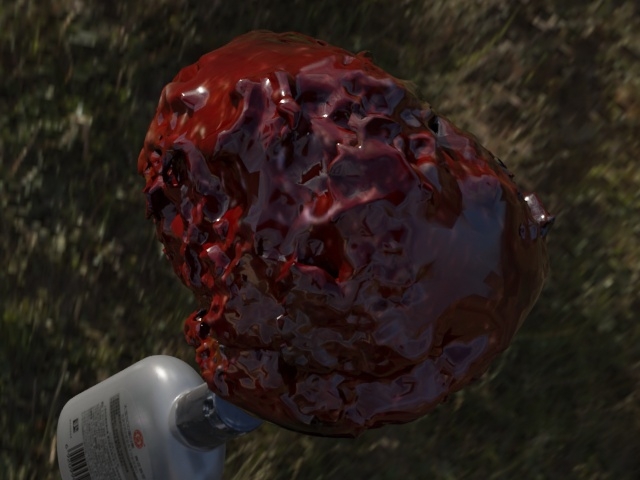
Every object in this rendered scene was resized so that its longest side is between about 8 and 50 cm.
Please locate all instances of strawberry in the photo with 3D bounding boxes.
[{"bbox_3d":[0.000,0.000,1.145,0.274,0.274,0.220,34,89,2],"label":"strawberry"}]

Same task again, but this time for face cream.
[{"bbox_3d":[-0.140,0.171,1.654,0.071,0.291,0.144,-10,77,-35],"label":"face cream"}]
